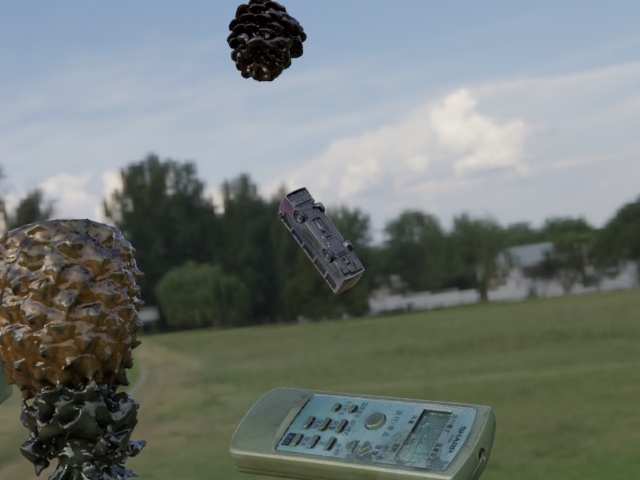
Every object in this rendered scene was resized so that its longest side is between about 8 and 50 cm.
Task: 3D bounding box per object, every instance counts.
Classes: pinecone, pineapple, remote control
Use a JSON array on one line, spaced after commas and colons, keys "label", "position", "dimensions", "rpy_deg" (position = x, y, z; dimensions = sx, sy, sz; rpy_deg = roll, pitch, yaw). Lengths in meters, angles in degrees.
[{"label": "pinecone", "position": [-0.054, -0.187, 1.239], "dimensions": [0.077, 0.077, 0.083], "rpy_deg": [-10, 37, 37]}, {"label": "pineapple", "position": [-0.245, 0.157, 1.315], "dimensions": [0.169, 0.340, 0.169], "rpy_deg": [-8, -15, -2]}, {"label": "remote control", "position": [0.033, 0.174, 1.147], "dimensions": [0.233, 0.038, 0.098], "rpy_deg": [2, 36, 30]}]

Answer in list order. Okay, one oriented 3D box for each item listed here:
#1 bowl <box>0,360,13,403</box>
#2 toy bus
[{"label": "bowl", "position": [-0.580, 0.210, 1.992], "dimensions": [0.307, 0.163, 0.307], "rpy_deg": [-30, 4, 3]}, {"label": "toy bus", "position": [0.000, 0.000, 1.564], "dimensions": [0.037, 0.131, 0.052], "rpy_deg": [-26, -21, -31]}]
